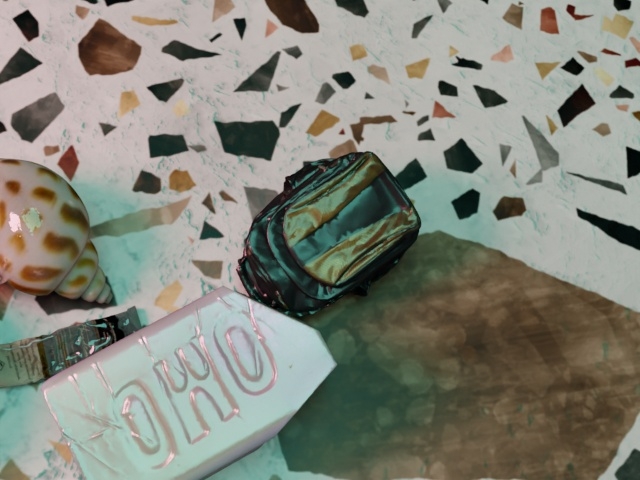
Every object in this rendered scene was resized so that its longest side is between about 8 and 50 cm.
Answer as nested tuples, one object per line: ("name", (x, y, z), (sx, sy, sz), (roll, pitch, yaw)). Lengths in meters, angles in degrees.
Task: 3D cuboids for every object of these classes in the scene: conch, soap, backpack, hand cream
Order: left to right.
("conch", (-0.399, -0.011, 1.305), (0.275, 0.183, 0.149), (55, 35, 2))
("hand cream", (-0.366, 0.154, 1.311), (0.248, 0.052, 0.075), (-13, 99, -18))
("soap", (-0.159, 0.198, 1.256), (0.347, 0.115, 0.208), (-28, 80, -8))
("backpack", (0.000, 0.000, 1.370), (0.258, 0.133, 0.206), (-36, 88, -11))
